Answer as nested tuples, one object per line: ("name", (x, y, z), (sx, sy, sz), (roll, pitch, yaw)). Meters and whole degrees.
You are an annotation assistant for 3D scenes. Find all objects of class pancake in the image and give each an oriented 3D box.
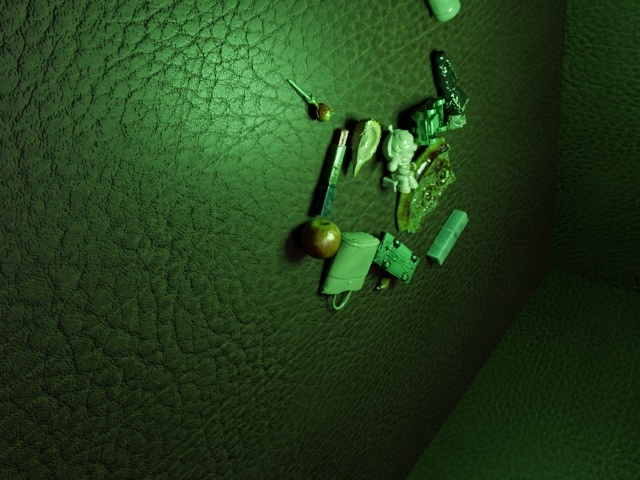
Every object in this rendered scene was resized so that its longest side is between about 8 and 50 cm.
("pancake", (0.456, -0.221, 2.174), (0.427, 0.066, 0.305), (-55, 134, -5))

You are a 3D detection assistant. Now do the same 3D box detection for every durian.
("durian", (0.142, -0.337, 1.791), (0.140, 0.078, 0.224), (-7, 122, -61))

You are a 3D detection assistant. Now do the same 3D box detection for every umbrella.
("umbrella", (0.545, -0.627, 2.099), (0.358, 0.106, 0.113), (61, 41, -40))

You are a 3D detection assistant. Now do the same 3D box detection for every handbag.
("handbag", (0.100, 0.119, 1.953), (0.241, 0.109, 0.316), (-2, 121, -48))

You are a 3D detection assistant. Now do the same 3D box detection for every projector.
("projector", (0.401, -0.945, 1.798), (0.337, 0.108, 0.108), (38, 76, -50))

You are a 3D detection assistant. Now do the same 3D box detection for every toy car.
("toy car", (0.424, -0.480, 2.013), (0.306, 0.125, 0.136), (-53, 138, -54))
("toy car", (0.315, 0.073, 2.143), (0.320, 0.097, 0.142), (34, 79, -49))

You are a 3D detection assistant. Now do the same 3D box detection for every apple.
("apple", (0.000, 0.000, 1.719), (0.146, 0.146, 0.147), (-23, 122, -42))

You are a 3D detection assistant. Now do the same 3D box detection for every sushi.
("sushi", (0.277, 0.182, 2.191), (0.099, 0.047, 0.050), (-54, 153, -44))

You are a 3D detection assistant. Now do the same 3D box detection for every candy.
("candy", (-0.034, -0.439, 1.568), (0.201, 0.060, 0.061), (35, 79, -42))

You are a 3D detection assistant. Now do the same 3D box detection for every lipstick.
("lipstick", (0.039, -0.237, 1.729), (0.051, 0.051, 0.313), (10, 98, -49))
("lipstick", (0.627, -0.016, 2.482), (0.290, 0.077, 0.076), (-54, 139, -16))

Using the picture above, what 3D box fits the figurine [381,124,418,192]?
("figurine", (0.308, -0.326, 1.948), (0.181, 0.144, 0.257), (-20, 125, -20))

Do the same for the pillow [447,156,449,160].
("pillow", (0.517, -0.324, 2.258), (0.211, 0.034, 0.135), (-54, 133, -20))
